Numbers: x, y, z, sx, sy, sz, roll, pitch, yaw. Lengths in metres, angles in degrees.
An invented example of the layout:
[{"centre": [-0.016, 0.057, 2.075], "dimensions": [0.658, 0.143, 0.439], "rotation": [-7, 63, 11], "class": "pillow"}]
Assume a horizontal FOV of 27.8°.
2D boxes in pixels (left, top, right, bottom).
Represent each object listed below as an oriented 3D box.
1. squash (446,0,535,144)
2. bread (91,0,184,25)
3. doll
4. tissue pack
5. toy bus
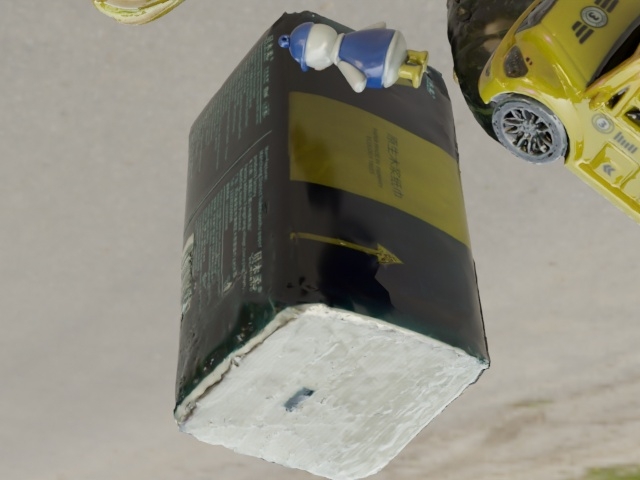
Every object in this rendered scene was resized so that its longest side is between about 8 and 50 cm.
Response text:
[{"centre": [0.187, -0.172, 1.135], "dimensions": [0.156, 0.193, 0.193], "rotation": [-28, 155, 4], "class": "squash"}, {"centre": [-0.112, -0.243, 0.960], "dimensions": [0.083, 0.157, 0.094], "rotation": [27, 159, 6], "class": "bread"}, {"centre": [0.029, -0.177, 1.221], "dimensions": [0.143, 0.098, 0.057], "rotation": [11, 138, 8], "class": "doll"}, {"centre": [0.000, 0.000, 1.357], "dimensions": [0.253, 0.416, 0.264], "rotation": [20, 135, -26], "class": "tissue pack"}, {"centre": [0.278, -0.068, 0.876], "dimensions": [0.331, 0.145, 0.151], "rotation": [39, 149, 4], "class": "toy bus"}]
